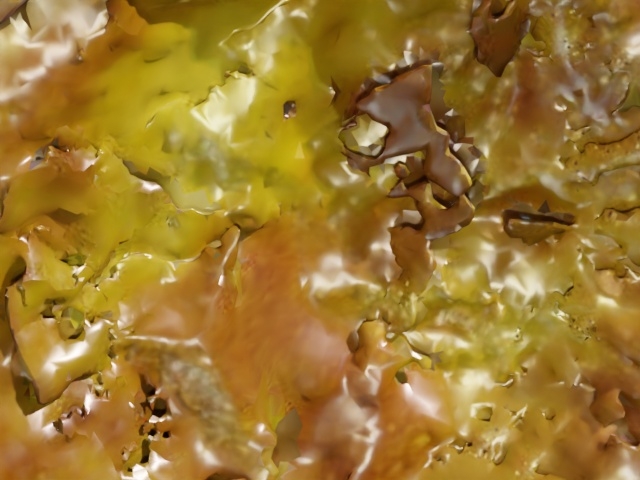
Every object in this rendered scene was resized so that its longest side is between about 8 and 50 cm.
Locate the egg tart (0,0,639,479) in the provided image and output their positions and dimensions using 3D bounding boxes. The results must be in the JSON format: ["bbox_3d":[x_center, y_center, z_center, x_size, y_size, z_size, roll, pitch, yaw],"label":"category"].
[{"bbox_3d":[0.000,0.000,0.495,0.115,0.290,0.290,-124,-124,-72],"label":"egg tart"}]
